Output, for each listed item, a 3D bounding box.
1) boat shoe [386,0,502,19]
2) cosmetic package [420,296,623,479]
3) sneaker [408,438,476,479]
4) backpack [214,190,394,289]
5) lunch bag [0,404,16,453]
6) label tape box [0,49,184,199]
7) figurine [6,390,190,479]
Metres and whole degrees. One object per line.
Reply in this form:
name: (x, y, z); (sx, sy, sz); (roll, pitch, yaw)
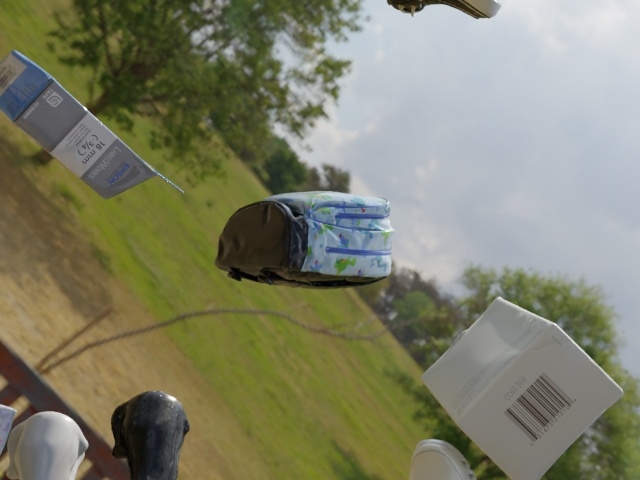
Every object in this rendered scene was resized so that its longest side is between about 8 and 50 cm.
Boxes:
boat shoe: (0.109, -0.302, 1.141); (0.219, 0.070, 0.077); (34, 20, 22)
cosmetic package: (0.308, 0.233, 1.587); (0.156, 0.217, 0.385); (44, 2, -2)
sneaker: (0.178, 0.439, 1.419); (0.118, 0.110, 0.292); (6, 77, -67)
backpack: (0.000, 0.000, 2.096); (0.355, 0.274, 0.290); (20, -13, -33)
lunch bag: (-0.508, 0.285, 1.470); (0.071, 0.083, 0.053); (20, -14, -20)
label tape box: (-0.436, -0.180, 1.776); (0.333, 0.106, 0.240); (44, -6, -38)
figurine: (-0.262, 0.282, 1.092); (0.209, 0.214, 0.092); (-92, 169, -55)
